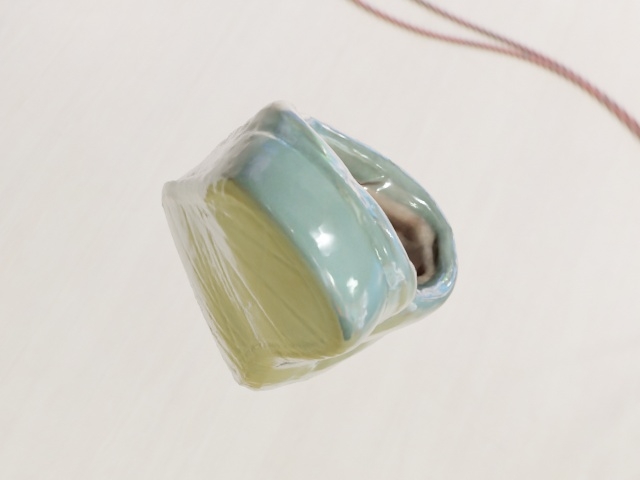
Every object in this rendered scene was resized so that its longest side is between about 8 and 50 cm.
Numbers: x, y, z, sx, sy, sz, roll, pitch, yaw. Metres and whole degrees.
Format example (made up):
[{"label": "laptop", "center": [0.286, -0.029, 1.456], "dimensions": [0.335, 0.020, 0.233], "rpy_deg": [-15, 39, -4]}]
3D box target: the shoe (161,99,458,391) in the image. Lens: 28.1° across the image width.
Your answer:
[{"label": "shoe", "center": [0.000, 0.000, 0.514], "dimensions": [0.100, 0.251, 0.103], "rpy_deg": [-27, 89, -12]}]
